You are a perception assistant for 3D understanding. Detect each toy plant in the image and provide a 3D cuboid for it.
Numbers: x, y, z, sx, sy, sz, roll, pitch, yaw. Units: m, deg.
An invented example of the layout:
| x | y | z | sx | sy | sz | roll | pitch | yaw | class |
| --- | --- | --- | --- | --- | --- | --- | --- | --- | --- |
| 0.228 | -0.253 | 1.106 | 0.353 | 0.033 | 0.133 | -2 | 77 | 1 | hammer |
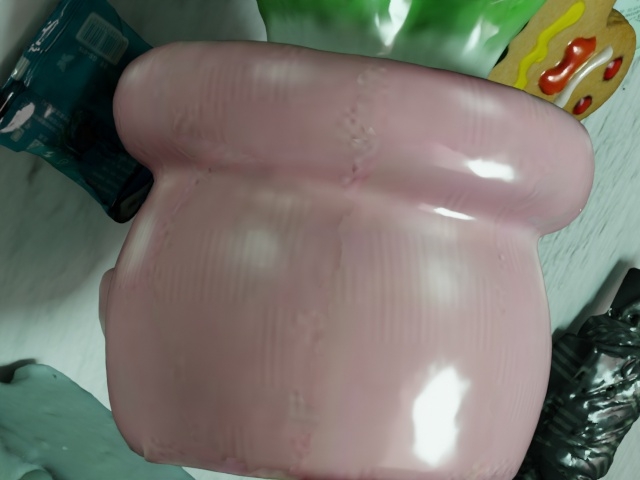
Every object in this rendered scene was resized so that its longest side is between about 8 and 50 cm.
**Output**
| x | y | z | sx | sy | sz | roll | pitch | yaw | class |
| --- | --- | --- | --- | --- | --- | --- | --- | --- | --- |
| 0.008 | -0.071 | 0.707 | 0.317 | 0.210 | 0.356 | 13 | 89 | -60 | toy plant |

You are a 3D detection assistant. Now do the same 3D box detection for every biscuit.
| x | y | z | sx | sy | sz | roll | pitch | yaw | class |
| --- | --- | --- | --- | --- | --- | --- | --- | --- | --- |
| 0.135 | -0.121 | 1.031 | 0.165 | 0.036 | 0.250 | -51 | 150 | 13 | biscuit |

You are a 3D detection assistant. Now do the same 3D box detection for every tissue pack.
| x | y | z | sx | sy | sz | roll | pitch | yaw | class |
| --- | --- | --- | --- | --- | --- | --- | --- | --- | --- |
| -0.100 | -0.059 | 0.770 | 0.085 | 0.028 | 0.138 | -55 | 157 | 0 | tissue pack |

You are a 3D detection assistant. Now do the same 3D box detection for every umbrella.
| x | y | z | sx | sy | sz | roll | pitch | yaw | class |
| --- | --- | --- | --- | --- | --- | --- | --- | --- | --- |
| 0.210 | 0.172 | 1.452 | 0.337 | 0.128 | 0.154 | -65 | 168 | 6 | umbrella |

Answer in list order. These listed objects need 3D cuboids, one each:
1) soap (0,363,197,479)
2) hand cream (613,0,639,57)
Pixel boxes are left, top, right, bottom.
| x | y | z | sx | sy | sz | roll | pitch | yaw | class |
| --- | --- | --- | --- | --- | --- | --- | --- | --- | --- |
| -0.166 | 0.225 | 0.820 | 0.095 | 0.173 | 0.290 | 3 | 118 | -60 | soap |
| 0.204 | -0.178 | 1.108 | 0.078 | 0.050 | 0.205 | -27 | 150 | -10 | hand cream |
